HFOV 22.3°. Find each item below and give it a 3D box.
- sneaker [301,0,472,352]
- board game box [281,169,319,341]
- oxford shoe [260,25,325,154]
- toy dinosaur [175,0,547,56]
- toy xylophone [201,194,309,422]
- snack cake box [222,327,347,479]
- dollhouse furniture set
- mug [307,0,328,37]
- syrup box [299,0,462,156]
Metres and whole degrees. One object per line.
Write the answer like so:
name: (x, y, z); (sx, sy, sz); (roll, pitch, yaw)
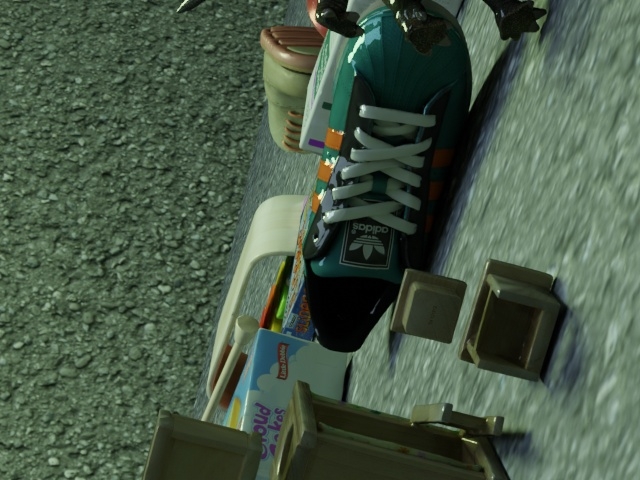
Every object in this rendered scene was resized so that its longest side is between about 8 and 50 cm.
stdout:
sneaker: (0.047, -0.037, 1.212); (0.121, 0.108, 0.302); (-82, 2, -45)
board game box: (0.000, 0.000, 1.796); (0.201, 0.035, 0.136); (-81, 9, -46)
oxford shoe: (0.002, -0.166, 1.832); (0.397, 0.140, 0.146); (-62, -22, -83)
toy dinosaur: (0.059, -0.206, 1.071); (0.121, 0.313, 0.160); (52, -161, -47)
toy xylophone: (-0.076, 0.103, 2.000); (0.322, 0.081, 0.236); (112, 171, -45)
snack cake box: (-0.055, 0.222, 1.515); (0.264, 0.089, 0.152); (113, 171, -50)
dollhouse furniture set: (0.013, 0.069, 0.867); (0.101, 0.182, 0.161); (-106, 31, -78)
mug: (0.055, -0.284, 1.560); (0.113, 0.150, 0.169); (-29, -21, -37)
syrup box: (0.057, -0.183, 1.476); (0.093, 0.096, 0.237); (-82, 11, -46)
